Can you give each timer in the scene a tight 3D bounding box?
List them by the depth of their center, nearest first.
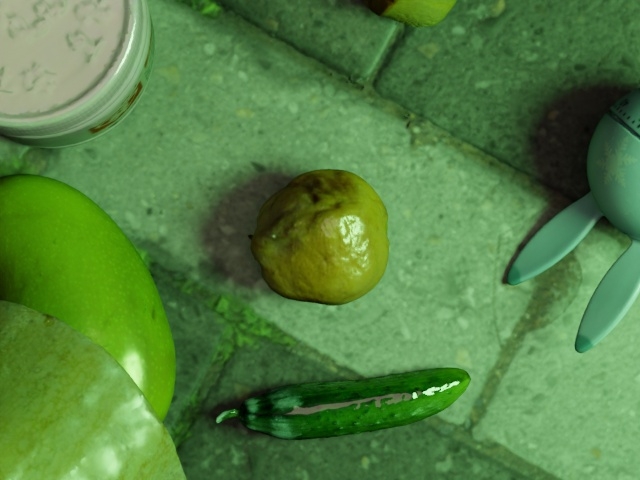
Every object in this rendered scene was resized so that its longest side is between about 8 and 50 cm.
[{"bbox_3d":[0.314,-0.030,1.775,0.175,0.175,0.255,21,116,-3],"label":"timer"}]

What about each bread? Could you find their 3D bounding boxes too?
[{"bbox_3d":[0.098,-0.282,1.762,0.086,0.125,0.156,17,85,-21],"label":"bread"}]

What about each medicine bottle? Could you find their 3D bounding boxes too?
[{"bbox_3d":[-0.250,-0.186,1.642,0.202,0.316,0.202,0,91,-4],"label":"medicine bottle"}]

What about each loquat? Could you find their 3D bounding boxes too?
[{"bbox_3d":[0.000,0.000,1.765,0.137,0.113,0.137,1,115,1],"label":"loquat"}]

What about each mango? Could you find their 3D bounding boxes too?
[{"bbox_3d":[-0.237,0.070,1.736,0.175,0.143,0.293,-26,81,4],"label":"mango"}]

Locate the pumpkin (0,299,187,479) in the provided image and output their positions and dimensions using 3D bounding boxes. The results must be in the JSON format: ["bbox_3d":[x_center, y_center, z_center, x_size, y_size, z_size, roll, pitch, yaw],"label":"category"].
[{"bbox_3d":[-0.297,0.230,1.615,0.332,0.199,0.332,14,126,20],"label":"pumpkin"}]

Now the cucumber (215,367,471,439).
[{"bbox_3d":[0.023,0.160,1.790,0.250,0.056,0.056,-6,90,-5],"label":"cucumber"}]
